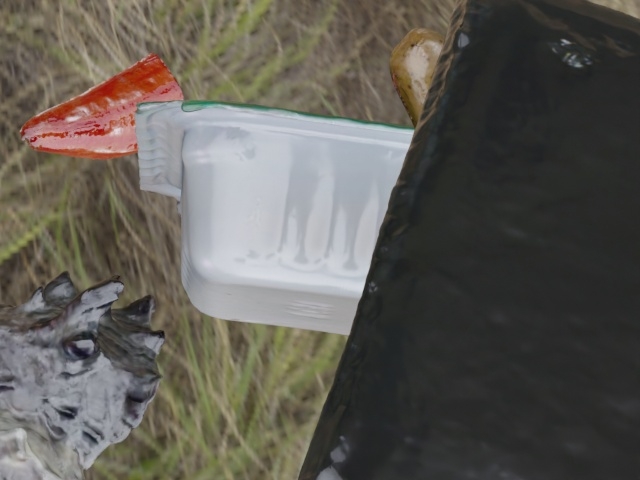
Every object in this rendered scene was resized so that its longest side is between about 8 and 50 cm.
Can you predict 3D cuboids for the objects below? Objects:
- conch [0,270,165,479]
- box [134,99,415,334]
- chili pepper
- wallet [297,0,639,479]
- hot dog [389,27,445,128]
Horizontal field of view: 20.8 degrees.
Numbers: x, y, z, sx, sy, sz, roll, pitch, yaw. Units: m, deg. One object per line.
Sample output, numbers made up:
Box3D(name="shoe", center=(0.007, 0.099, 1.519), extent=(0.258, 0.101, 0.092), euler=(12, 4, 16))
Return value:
Box3D(name="conch", center=(-0.235, 0.156, 1.319), extent=(0.313, 0.241, 0.186), euler=(-48, 146, -4))
Box3D(name="box", center=(0.000, 0.000, 1.190), extent=(0.264, 0.336, 0.106), euler=(7, 81, -3))
Box3D(name="chili pepper", center=(-0.204, -0.111, 1.597), extent=(0.169, 0.065, 0.088), euler=(-21, 91, -41))
Box3D(name="wallet", center=(0.093, 0.008, 0.626), extent=(0.146, 0.285, 0.030), euler=(20, 138, 0))
Box3D(name="hot dog", center=(0.075, -0.034, 0.792), extent=(0.060, 0.090, 0.140), euler=(-24, 130, -13))
